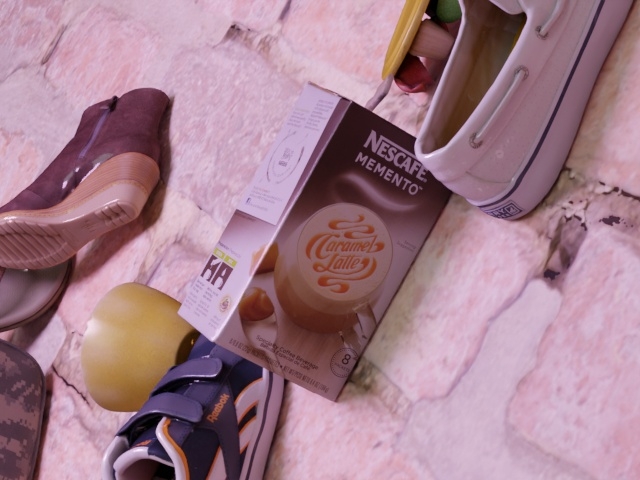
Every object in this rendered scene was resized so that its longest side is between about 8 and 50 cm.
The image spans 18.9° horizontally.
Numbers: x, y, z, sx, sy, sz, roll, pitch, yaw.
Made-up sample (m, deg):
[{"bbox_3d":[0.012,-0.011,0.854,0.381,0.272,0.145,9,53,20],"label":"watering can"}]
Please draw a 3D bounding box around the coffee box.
[{"bbox_3d":[0.000,0.000,1.740,0.246,0.141,0.098,-61,28,1],"label":"coffee box"}]

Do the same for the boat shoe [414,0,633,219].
[{"bbox_3d":[0.164,-0.213,1.645,0.136,0.156,0.367,5,70,59],"label":"boat shoe"}]

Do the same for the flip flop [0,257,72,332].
[{"bbox_3d":[-0.431,0.059,2.318,0.080,0.277,0.112,87,159,-47],"label":"flip flop"}]

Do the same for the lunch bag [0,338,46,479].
[{"bbox_3d":[-0.507,0.210,2.205,0.256,0.305,0.212,-35,40,38],"label":"lunch bag"}]

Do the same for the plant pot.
[{"bbox_3d":[-0.162,0.114,1.936,0.095,0.134,0.134,7,69,35],"label":"plant pot"}]

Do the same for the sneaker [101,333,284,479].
[{"bbox_3d":[-0.120,0.179,1.796,0.126,0.127,0.321,-36,36,41],"label":"sneaker"}]

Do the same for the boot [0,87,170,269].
[{"bbox_3d":[-0.297,-0.076,2.305,0.248,0.090,0.207,-16,40,21],"label":"boot"}]

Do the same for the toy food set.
[{"bbox_3d":[0.114,-0.204,1.826,0.128,0.071,0.218,128,164,-72],"label":"toy food set"}]
